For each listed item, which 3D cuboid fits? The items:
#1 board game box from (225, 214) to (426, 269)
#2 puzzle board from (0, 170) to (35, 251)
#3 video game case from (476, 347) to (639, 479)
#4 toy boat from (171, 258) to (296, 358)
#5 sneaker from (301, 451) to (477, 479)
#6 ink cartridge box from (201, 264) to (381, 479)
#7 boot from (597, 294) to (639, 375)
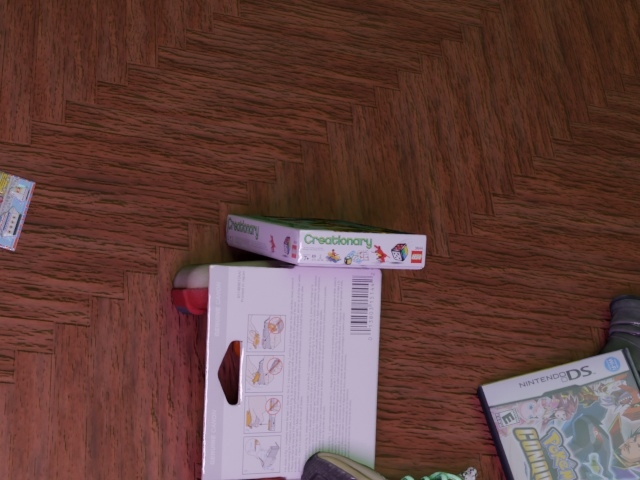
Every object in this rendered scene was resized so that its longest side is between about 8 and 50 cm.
[{"bbox_3d":[0.000,0.000,1.851,0.193,0.305,0.053,2,94,-23],"label":"board game box"},{"bbox_3d":[-0.477,-0.051,1.837,0.096,0.011,0.128,17,53,-13],"label":"puzzle board"},{"bbox_3d":[0.397,0.317,1.908,0.248,0.035,0.274,-13,64,-7],"label":"video game case"},{"bbox_3d":[-0.098,0.105,1.842,0.231,0.151,0.151,-3,90,-25],"label":"toy boat"},{"bbox_3d":[0.159,0.386,1.760,0.410,0.158,0.182,31,41,-11],"label":"sneaker"},{"bbox_3d":[-0.047,0.181,1.747,0.261,0.066,0.296,3,89,-24],"label":"ink cartridge box"},{"bbox_3d":[0.612,0.231,2.066,0.338,0.118,0.222,33,50,1],"label":"boot"}]
